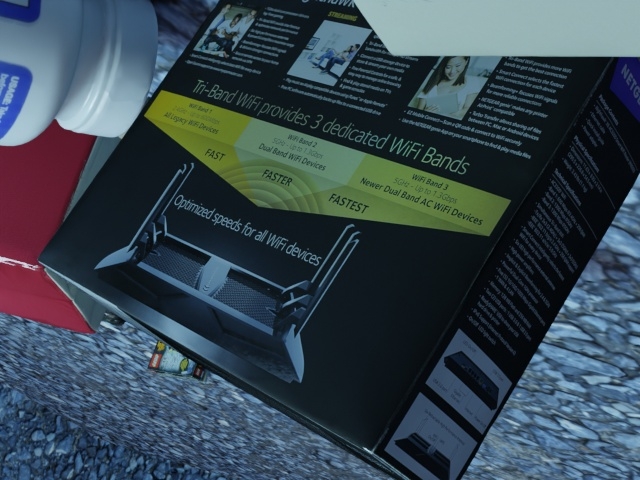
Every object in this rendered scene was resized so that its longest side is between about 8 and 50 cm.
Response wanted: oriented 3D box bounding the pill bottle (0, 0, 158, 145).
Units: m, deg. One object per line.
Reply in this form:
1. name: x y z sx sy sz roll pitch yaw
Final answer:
1. pill bottle: -0.257 -0.148 0.756 0.272 0.152 0.152 9 170 -35

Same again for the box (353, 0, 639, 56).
1. box: 0.143 -0.146 0.475 0.275 0.113 0.094 6 153 36

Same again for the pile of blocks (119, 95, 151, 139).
1. pile of blocks: 0.013 -0.018 0.876 0.362 0.113 0.149 37 180 -1

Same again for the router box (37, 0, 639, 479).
1. router box: 0.004 -0.026 0.644 0.309 0.243 0.081 23 166 44

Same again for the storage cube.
1. storage cube: -0.297 -0.039 1.076 0.193 0.215 0.184 13 158 10

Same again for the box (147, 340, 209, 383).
1. box: -0.160 0.108 1.396 0.094 0.137 0.027 0 155 46

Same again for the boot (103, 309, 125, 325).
1. boot: -0.324 0.019 1.356 0.260 0.131 0.348 23 159 1
